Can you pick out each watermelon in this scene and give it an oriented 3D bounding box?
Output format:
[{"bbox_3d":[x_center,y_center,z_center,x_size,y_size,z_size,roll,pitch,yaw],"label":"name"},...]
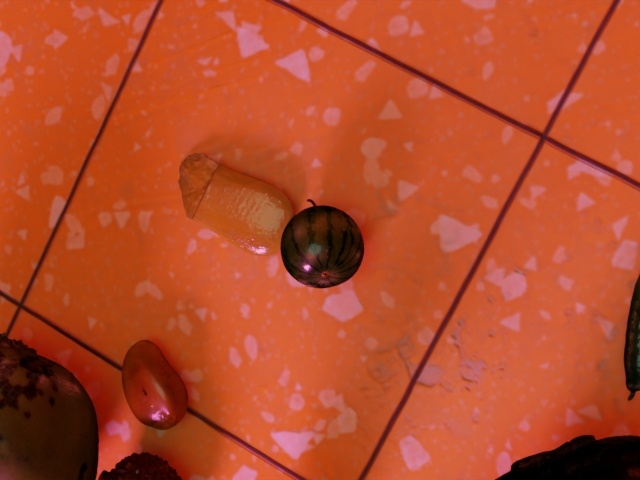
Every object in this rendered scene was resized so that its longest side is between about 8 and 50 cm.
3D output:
[{"bbox_3d":[0.002,0.006,1.336,0.108,0.109,0.109,1,93,16],"label":"watermelon"}]

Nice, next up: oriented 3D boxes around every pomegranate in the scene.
[{"bbox_3d":[-0.388,0.234,1.392,0.254,0.254,0.271,-11,63,17],"label":"pomegranate"}]

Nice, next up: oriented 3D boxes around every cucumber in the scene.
[{"bbox_3d":[0.355,0.100,1.265,0.037,0.037,0.155,9,94,16],"label":"cucumber"}]

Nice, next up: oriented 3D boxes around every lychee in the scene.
[{"bbox_3d":[-0.217,0.327,1.406,0.129,0.123,0.123,28,101,-16],"label":"lychee"}]

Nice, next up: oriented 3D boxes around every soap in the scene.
[{"bbox_3d":[-0.111,-0.043,1.397,0.168,0.033,0.089,23,96,15],"label":"soap"}]

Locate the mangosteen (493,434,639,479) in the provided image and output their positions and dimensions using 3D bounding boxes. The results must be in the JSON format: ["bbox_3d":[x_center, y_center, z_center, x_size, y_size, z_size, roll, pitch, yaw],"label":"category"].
[{"bbox_3d":[0.288,0.356,1.161,0.329,0.330,0.330,1,93,16],"label":"mangosteen"}]

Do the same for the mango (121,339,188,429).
[{"bbox_3d":[-0.207,0.179,1.422,0.080,0.060,0.114,-22,88,32],"label":"mango"}]
